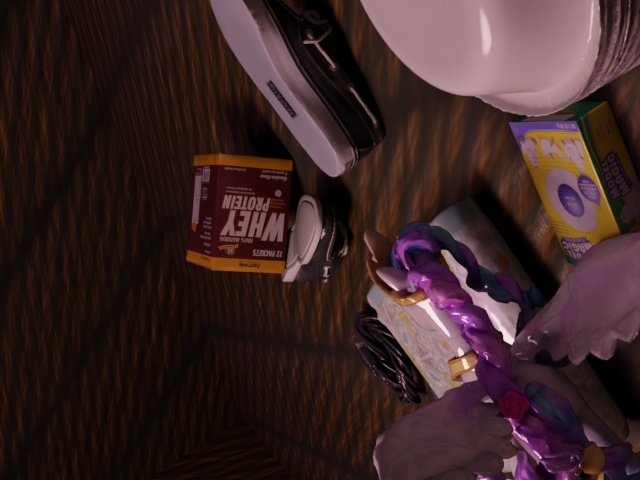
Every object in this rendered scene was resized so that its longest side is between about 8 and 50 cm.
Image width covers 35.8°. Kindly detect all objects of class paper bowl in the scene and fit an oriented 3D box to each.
[{"bbox_3d":[0.122,-0.225,0.752,0.284,0.148,0.284,50,162,23],"label":"paper bowl"}]

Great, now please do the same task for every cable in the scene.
[{"bbox_3d":[0.121,0.202,1.708,0.184,0.047,0.150,54,158,26],"label":"cable"}]

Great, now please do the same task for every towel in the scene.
[{"bbox_3d":[0.208,0.134,1.250,0.320,0.090,0.374,53,163,8],"label":"towel"}]

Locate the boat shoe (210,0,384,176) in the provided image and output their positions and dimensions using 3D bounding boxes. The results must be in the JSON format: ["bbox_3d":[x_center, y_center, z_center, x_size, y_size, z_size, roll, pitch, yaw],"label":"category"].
[{"bbox_3d":[-0.026,-0.233,1.248,0.306,0.105,0.113,54,160,-5],"label":"boat shoe"}]

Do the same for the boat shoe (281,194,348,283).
[{"bbox_3d":[0.000,0.000,1.617,0.302,0.091,0.114,132,140,-75],"label":"boat shoe"}]

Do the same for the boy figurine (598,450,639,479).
[{"bbox_3d":[0.395,0.302,0.978,0.285,0.092,0.177,31,149,59],"label":"boy figurine"}]

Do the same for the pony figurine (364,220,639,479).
[{"bbox_3d":[0.187,0.145,0.899,0.363,0.303,0.351,52,173,-14],"label":"pony figurine"}]

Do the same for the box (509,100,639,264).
[{"bbox_3d":[0.246,-0.038,0.902,0.179,0.043,0.105,61,163,-16],"label":"box"}]

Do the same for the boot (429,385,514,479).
[{"bbox_3d":[0.223,0.276,1.456,0.219,0.082,0.106,38,156,55],"label":"boot"}]

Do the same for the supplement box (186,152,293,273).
[{"bbox_3d":[-0.144,-0.048,1.725,0.191,0.129,0.194,-170,84,-69],"label":"supplement box"}]
